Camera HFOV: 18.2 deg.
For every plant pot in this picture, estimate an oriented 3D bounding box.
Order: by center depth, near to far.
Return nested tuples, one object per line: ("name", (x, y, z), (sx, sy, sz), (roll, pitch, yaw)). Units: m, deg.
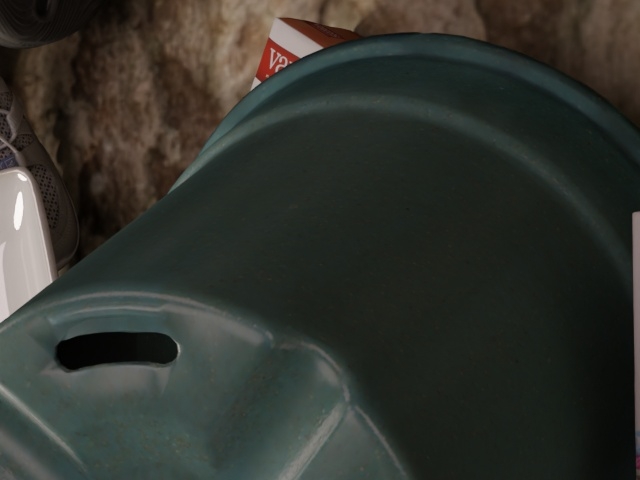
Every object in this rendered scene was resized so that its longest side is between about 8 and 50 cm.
("plant pot", (0.000, 0.097, 0.963), (0.341, 0.334, 0.341), (7, 108, 21))

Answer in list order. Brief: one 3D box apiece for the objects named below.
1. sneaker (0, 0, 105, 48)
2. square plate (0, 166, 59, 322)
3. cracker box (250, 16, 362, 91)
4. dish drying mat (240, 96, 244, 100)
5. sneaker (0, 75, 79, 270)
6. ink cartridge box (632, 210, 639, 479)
("sneaker", (-0.268, -0.330, 1.438), (0.257, 0.169, 0.447), (-22, 75, 54))
("square plate", (-0.302, 0.158, 1.374), (0.344, 0.049, 0.347), (-15, 86, 17))
("cracker box", (0.000, 0.000, 1.211), (0.155, 0.067, 0.232), (38, 114, 47))
("dish drying mat", (-0.060, -0.052, 1.318), (0.032, 0.008, 0.083), (44, 118, 34))
("sneaker", (-0.265, -0.093, 1.378), (0.281, 0.105, 0.115), (55, 165, -1))
("ink cartridge box", (0.273, 0.116, 0.894), (0.198, 0.197, 0.270), (-3, 88, 41))
